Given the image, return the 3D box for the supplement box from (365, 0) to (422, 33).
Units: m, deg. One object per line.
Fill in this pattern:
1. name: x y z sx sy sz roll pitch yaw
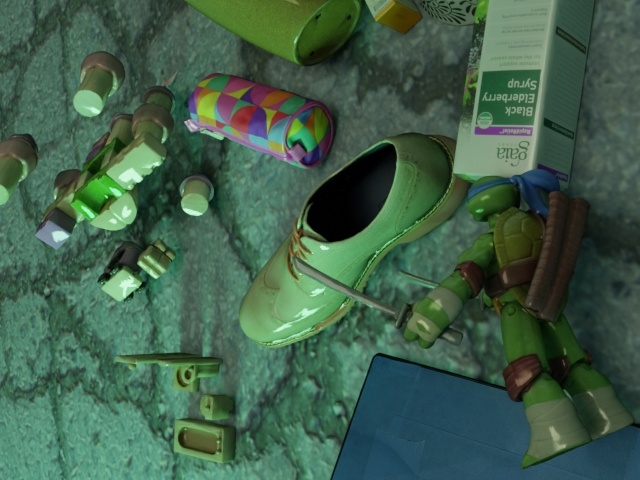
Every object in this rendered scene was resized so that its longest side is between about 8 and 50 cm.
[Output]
1. supplement box: 0.083 -0.320 0.950 0.036 0.062 0.098 -38 61 33

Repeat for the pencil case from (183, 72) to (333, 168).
1. pencil case: -0.091 -0.173 1.062 0.236 0.104 0.104 22 99 41

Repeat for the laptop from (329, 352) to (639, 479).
1. laptop: 0.092 0.315 0.674 0.382 0.408 0.236 10 107 37

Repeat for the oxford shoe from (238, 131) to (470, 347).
1. oxford shoe: 0.000 0.000 0.928 0.397 0.146 0.140 -47 58 27

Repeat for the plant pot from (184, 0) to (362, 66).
1. plant pot: -0.070 -0.362 1.001 0.254 0.237 0.237 50 117 18

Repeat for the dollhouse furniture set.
1. dollhouse furniture set: -0.219 0.250 1.105 0.144 0.123 0.151 -2 84 41

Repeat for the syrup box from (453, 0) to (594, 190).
1. syrup box: 0.220 -0.176 0.792 0.093 0.096 0.237 9 90 41

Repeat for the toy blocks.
1. toy blocks: -0.336 -0.128 1.226 0.288 0.309 0.260 -36 29 19

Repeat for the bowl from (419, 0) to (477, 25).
1. bowl: 0.163 -0.350 0.873 0.170 0.080 0.170 -5 82 40

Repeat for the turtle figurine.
1. turtle figurine: 0.163 0.090 0.733 0.274 0.198 0.266 -26 68 8
